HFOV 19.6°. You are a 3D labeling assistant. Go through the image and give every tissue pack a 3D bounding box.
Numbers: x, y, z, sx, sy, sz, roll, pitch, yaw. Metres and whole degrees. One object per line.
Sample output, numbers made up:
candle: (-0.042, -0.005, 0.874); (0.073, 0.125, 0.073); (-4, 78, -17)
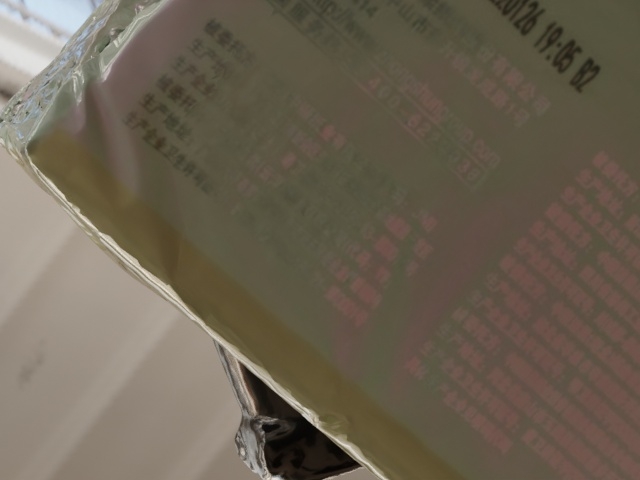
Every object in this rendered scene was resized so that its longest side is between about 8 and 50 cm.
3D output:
tissue pack: (0.099, -0.039, 0.892); (0.405, 0.205, 0.332); (42, -93, -16)

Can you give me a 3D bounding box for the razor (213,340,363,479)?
razor: (-0.001, -0.001, 1.361); (0.204, 0.113, 0.349); (-13, -90, -20)
